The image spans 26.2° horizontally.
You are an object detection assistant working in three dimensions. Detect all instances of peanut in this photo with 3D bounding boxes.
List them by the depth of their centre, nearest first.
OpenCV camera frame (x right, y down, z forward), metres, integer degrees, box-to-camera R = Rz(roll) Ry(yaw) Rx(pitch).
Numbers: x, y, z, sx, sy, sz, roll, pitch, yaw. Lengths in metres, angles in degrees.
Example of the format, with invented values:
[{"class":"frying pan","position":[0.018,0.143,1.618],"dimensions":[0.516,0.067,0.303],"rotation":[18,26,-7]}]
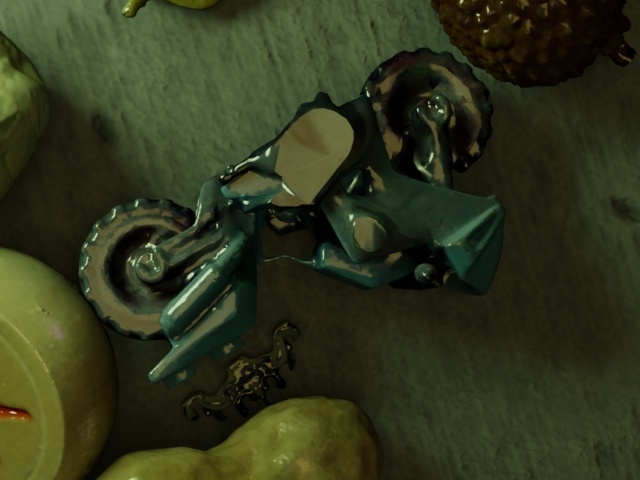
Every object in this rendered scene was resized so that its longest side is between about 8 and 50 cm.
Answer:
[{"class":"peanut","position":[-0.108,0.258,1.219],"dimensions":[0.387,0.169,0.192],"rotation":[-25,112,-27]}]

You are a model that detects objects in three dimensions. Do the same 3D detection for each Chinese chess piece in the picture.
[{"class":"Chinese chess piece","position":[-0.300,0.127,1.202],"dimensions":[0.251,0.097,0.251],"rotation":[7,111,18]}]

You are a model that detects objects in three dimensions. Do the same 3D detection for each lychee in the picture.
[{"class":"lychee","position":[0.194,-0.236,1.246],"dimensions":[0.238,0.200,0.200],"rotation":[37,89,-18]}]

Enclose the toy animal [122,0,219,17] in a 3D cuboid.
[{"class":"toy animal","position":[-0.106,-0.280,1.269],"dimensions":[0.136,0.073,0.181],"rotation":[11,88,-13]}]

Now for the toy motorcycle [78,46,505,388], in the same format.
[{"class":"toy motorcycle","position":[0.000,0.000,1.238],"dimensions":[0.416,0.172,0.232],"rotation":[-29,90,-12]}]

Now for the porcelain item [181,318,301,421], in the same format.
[{"class":"porcelain item","position":[-0.060,0.144,1.316],"dimensions":[0.136,0.021,0.075],"rotation":[-39,100,-2]}]

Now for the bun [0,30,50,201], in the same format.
[{"class":"bun","position":[-0.359,-0.086,1.206],"dimensions":[0.244,0.153,0.244],"rotation":[-1,65,3]}]
